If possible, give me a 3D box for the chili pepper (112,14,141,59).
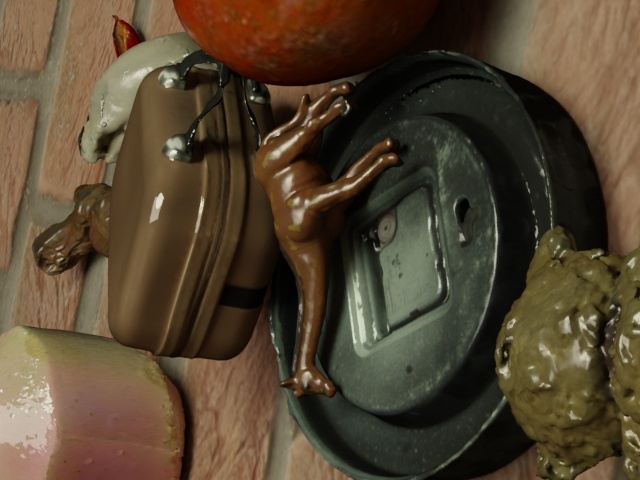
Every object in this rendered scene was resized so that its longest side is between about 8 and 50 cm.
[{"bbox_3d":[-0.220,-0.187,1.820,0.050,0.059,0.268,73,173,-47],"label":"chili pepper"}]

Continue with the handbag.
[{"bbox_3d":[-0.121,-0.058,1.490,0.302,0.149,0.283,-98,22,-54],"label":"handbag"}]

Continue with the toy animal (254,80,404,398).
[{"bbox_3d":[0.000,0.000,1.324,0.230,0.066,0.224,-48,64,24],"label":"toy animal"}]

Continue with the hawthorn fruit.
[{"bbox_3d":[-0.004,-0.273,1.359,0.284,0.284,0.284,-19,67,52],"label":"hawthorn fruit"}]

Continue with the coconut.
[{"bbox_3d":[-0.297,0.214,1.662,0.233,0.245,0.233,-21,65,55],"label":"coconut"}]

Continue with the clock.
[{"bbox_3d":[0.092,0.026,1.304,0.386,0.076,0.386,-18,67,51],"label":"clock"}]

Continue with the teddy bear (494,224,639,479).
[{"bbox_3d":[0.232,0.083,1.024,0.256,0.156,0.267,-5,79,56],"label":"teddy bear"}]

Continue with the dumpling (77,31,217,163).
[{"bbox_3d":[-0.172,-0.178,1.692,0.247,0.142,0.172,-31,29,16],"label":"dumpling"}]

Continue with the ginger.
[{"bbox_3d":[-0.261,-0.021,1.832,0.290,0.084,0.122,-15,91,49],"label":"ginger"}]
